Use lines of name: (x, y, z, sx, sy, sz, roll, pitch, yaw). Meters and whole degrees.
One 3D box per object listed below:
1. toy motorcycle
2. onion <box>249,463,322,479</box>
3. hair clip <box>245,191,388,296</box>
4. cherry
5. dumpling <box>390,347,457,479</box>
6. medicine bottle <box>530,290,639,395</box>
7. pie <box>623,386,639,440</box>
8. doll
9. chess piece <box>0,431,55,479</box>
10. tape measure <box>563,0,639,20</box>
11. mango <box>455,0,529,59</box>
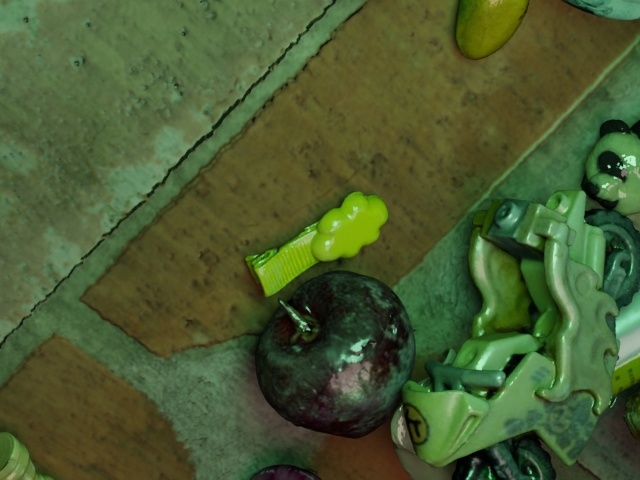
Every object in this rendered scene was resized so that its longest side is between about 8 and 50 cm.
toy motorcycle: (0.227, 0.126, 1.779, 0.237, 0.169, 0.410, 34, 73, -31)
onion: (-0.036, 0.318, 1.938, 0.104, 0.115, 0.115, -57, 137, -41)
hair clip: (0.000, 0.000, 1.795, 0.173, 0.046, 0.072, -26, 128, -8)
cherry: (0.024, 0.132, 1.804, 0.195, 0.195, 0.195, -10, 121, -16)
dumpling: (0.157, 0.227, 1.925, 0.250, 0.132, 0.162, 48, 58, -55)
medicine bottle: (0.379, 0.103, 1.945, 0.225, 0.139, 0.139, -30, 124, -3)
pie: (0.523, 0.181, 1.982, 0.315, 0.315, 0.092, -17, 84, -12)
doll: (0.423, -0.097, 1.855, 0.234, 0.135, 0.143, -28, 146, -2)
chess piece: (-0.342, 0.278, 1.812, 0.066, 0.066, 0.122, -37, 130, 1)
tape measure: (0.325, -0.372, 1.653, 0.256, 0.147, 0.275, 33, 98, -29)
mango: (0.186, -0.249, 1.721, 0.079, 0.057, 0.114, 9, 118, -34)
